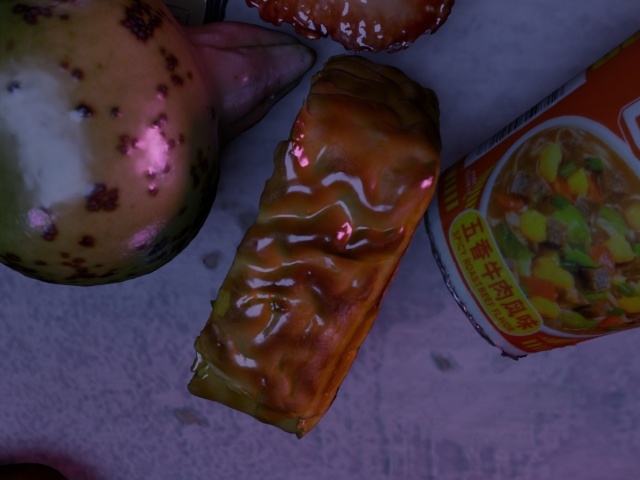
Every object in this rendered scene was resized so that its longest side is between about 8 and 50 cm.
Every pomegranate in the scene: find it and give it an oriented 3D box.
[{"bbox_3d":[-0.120,-0.088,0.486,0.248,0.214,0.214,-22,103,-14],"label":"pomegranate"}]

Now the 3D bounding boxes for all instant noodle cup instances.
[{"bbox_3d":[0.181,-0.025,0.433,0.212,0.193,0.193,-29,99,31],"label":"instant noodle cup"}]

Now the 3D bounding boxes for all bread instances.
[{"bbox_3d":[0.000,0.000,0.485,0.096,0.181,0.222,22,113,-3],"label":"bread"}]

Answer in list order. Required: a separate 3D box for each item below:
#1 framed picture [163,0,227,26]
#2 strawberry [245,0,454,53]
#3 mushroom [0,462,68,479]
[{"bbox_3d":[-0.177,-0.127,0.585,0.199,0.010,0.195,18,112,10],"label":"framed picture"},{"bbox_3d":[-0.013,-0.204,0.476,0.167,0.087,0.208,-29,107,32],"label":"strawberry"},{"bbox_3d":[-0.293,0.318,0.729,0.227,0.148,0.217,-5,126,28],"label":"mushroom"}]
